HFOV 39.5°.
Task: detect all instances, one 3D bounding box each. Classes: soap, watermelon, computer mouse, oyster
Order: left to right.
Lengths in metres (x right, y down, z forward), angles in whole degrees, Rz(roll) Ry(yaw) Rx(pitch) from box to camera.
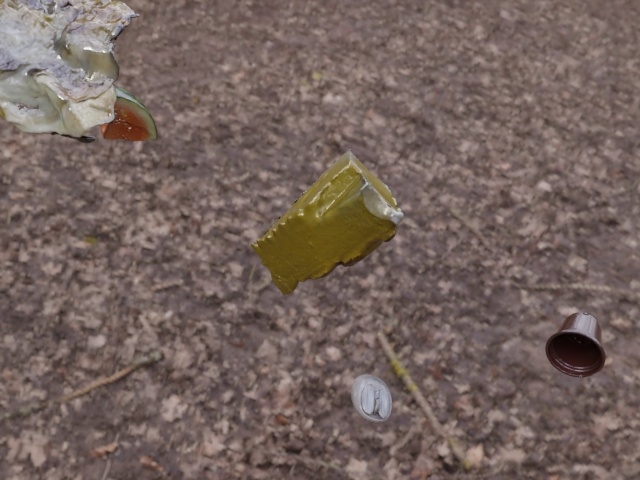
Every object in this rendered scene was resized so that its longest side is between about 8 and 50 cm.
[{"bbox_3d":[-0.374,-0.251,1.080,0.355,0.201,0.107,27,-8,29],"label":"oyster"},{"bbox_3d":[-0.375,-0.225,1.638,0.135,0.094,0.125,20,-15,38],"label":"watermelon"},{"bbox_3d":[0.000,0.000,1.830,0.169,0.339,0.304,43,10,-11],"label":"soap"},{"bbox_3d":[0.083,0.245,1.409,0.066,0.039,0.096,18,23,-12],"label":"computer mouse"}]

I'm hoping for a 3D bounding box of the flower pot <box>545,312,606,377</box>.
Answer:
[{"bbox_3d":[0.494,0.192,1.707,0.111,0.111,0.089,28,39,8],"label":"flower pot"}]
